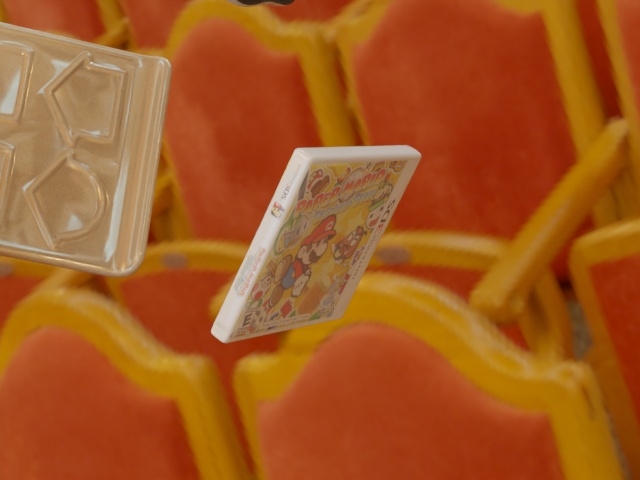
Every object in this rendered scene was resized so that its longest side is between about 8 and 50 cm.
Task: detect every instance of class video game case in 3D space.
[{"bbox_3d":[0.000,0.000,1.576,0.026,0.206,0.227,34,20,25],"label":"video game case"}]

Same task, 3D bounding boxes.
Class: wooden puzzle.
[{"bbox_3d":[-0.384,-0.120,2.033,0.080,0.347,0.322,119,159,-64],"label":"wooden puzzle"}]

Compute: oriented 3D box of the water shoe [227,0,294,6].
[{"bbox_3d":[-0.101,-0.322,1.920,0.080,0.073,0.203,16,5,27],"label":"water shoe"}]
